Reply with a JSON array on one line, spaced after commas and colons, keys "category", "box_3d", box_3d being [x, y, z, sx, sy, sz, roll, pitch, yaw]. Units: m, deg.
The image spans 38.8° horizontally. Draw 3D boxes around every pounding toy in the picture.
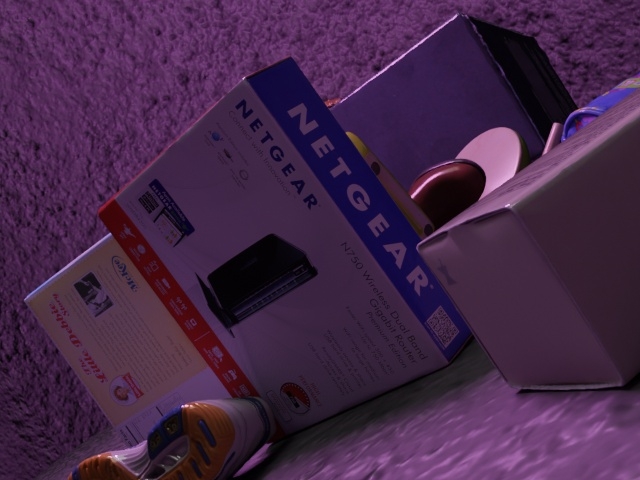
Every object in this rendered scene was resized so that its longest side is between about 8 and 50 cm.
[{"category": "pounding toy", "box_3d": [0.290, -0.069, 1.373, 0.237, 0.110, 0.183, 2, 65, 63]}]

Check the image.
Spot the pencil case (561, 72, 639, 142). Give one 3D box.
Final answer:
[{"category": "pencil case", "box_3d": [0.429, -0.167, 1.173, 0.133, 0.119, 0.306, 11, 35, 46]}]

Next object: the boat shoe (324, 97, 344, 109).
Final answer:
[{"category": "boat shoe", "box_3d": [0.031, -0.259, 1.821, 0.178, 0.064, 0.060, -20, -14, -41]}]

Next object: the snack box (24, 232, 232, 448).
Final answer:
[{"category": "snack box", "box_3d": [-0.230, 0.156, 1.210, 0.187, 0.322, 0.060, -34, 3, 22]}]

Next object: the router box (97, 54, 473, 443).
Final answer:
[{"category": "router box", "box_3d": [-0.047, 0.025, 0.971, 0.301, 0.335, 0.082, -34, 3, 42]}]

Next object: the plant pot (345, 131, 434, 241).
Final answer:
[{"category": "plant pot", "box_3d": [0.000, 0.000, 1.165, 0.207, 0.227, 0.228, -1, 52, 47]}]

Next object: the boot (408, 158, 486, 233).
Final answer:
[{"category": "boot", "box_3d": [0.113, 0.025, 1.254, 0.264, 0.096, 0.280, -30, 21, 27]}]

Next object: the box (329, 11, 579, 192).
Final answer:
[{"category": "box", "box_3d": [0.230, -0.175, 1.792, 0.480, 0.297, 0.472, -34, -10, 27]}]

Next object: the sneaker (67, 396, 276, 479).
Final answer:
[{"category": "sneaker", "box_3d": [-0.168, 0.265, 1.026, 0.296, 0.112, 0.131, -32, -16, 31]}]

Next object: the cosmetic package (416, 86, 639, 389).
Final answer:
[{"category": "cosmetic package", "box_3d": [0.234, -0.034, 0.622, 0.296, 0.129, 0.153, -33, 2, -17]}]
